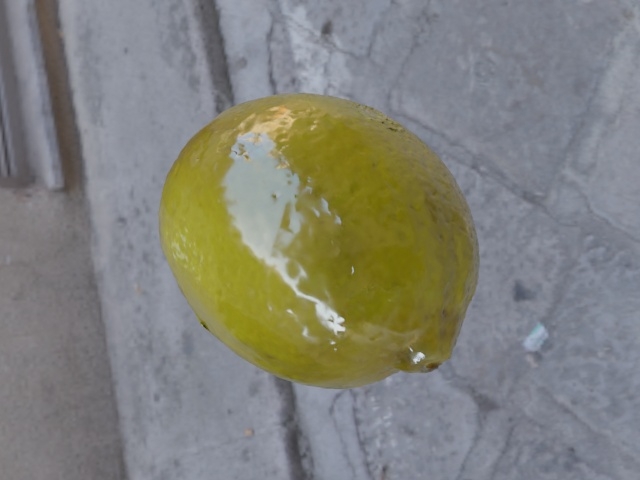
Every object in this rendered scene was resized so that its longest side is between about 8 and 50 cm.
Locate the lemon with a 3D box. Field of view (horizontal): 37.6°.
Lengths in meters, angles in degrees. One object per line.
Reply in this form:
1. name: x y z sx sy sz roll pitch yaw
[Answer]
1. lemon: -0.003 -0.003 0.766 0.263 0.236 0.236 34 124 -1
